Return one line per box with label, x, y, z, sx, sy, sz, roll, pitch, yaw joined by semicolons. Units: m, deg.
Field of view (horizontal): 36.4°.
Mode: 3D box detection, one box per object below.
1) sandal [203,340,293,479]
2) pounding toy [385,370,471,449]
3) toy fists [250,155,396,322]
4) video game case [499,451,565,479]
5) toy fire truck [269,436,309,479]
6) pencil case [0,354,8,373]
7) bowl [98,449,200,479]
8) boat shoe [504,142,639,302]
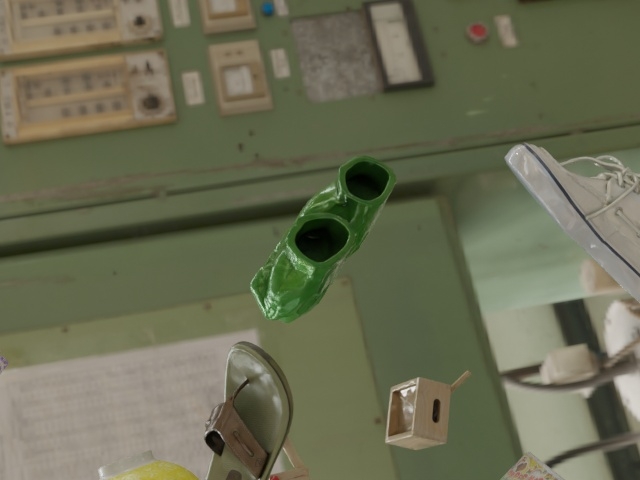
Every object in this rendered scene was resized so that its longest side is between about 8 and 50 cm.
sandal;-0.119;0.295;1.404;0.086;0.120;0.302;-8;-67;-56
pounding toy;0.201;0.313;1.822;0.130;0.100;0.141;-35;42;59
toy fists;0.000;0.000;1.275;0.279;0.096;0.142;-54;-8;-49
video game case;0.307;0.449;1.581;0.026;0.206;0.227;45;177;-5
toy fire truck;-0.065;0.413;1.655;0.192;0.135;0.047;47;147;-2
pencil case;-0.722;0.296;1.955;0.086;0.206;0.088;38;166;-1
bowl;-0.380;0.524;2.001;0.289;0.289;0.156;119;132;-76
boat shoe;0.433;-0.054;1.436;0.367;0.156;0.136;40;-168;-23
